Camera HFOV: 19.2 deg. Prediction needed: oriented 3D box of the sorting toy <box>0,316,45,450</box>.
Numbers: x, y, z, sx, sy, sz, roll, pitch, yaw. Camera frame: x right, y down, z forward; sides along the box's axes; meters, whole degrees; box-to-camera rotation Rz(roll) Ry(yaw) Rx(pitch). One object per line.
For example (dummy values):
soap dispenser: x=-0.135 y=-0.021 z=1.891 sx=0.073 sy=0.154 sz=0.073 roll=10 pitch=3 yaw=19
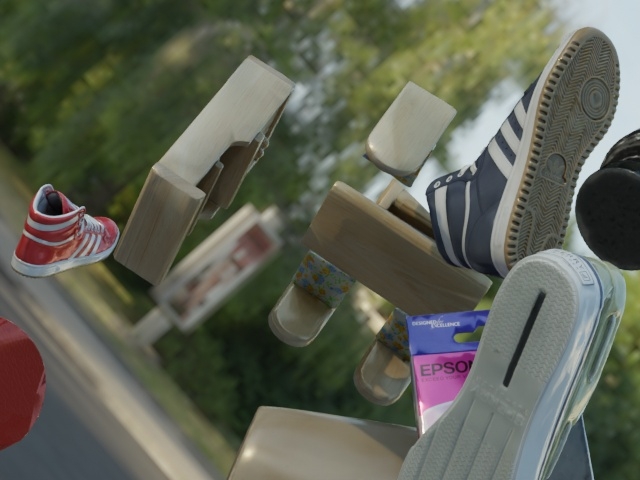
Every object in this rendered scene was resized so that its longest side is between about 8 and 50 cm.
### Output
sorting toy: x=-0.342 y=0.000 z=1.538 sx=0.366 sy=0.127 sz=0.126 roll=69 pitch=-18 yaw=-10

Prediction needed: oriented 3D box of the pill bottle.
pill bottle: x=0.321 y=-0.053 z=1.667 sx=0.123 sy=0.219 sz=0.123 roll=19 pitch=-59 yaw=35

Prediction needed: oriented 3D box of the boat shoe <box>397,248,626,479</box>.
boat shoe: x=0.151 y=0.146 z=1.443 sx=0.094 sy=0.302 sz=0.109 roll=2 pitch=31 yaw=-45

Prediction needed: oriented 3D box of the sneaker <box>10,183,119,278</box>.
sneaker: x=-0.194 y=-0.015 z=1.496 sx=0.042 sy=0.067 sz=0.118 roll=29 pitch=28 yaw=21

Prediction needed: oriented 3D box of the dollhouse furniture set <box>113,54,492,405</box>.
dollhouse furniture set: x=0.000 y=0.000 z=2.240 sx=0.394 sy=0.256 sz=0.362 roll=33 pitch=-42 yaw=3

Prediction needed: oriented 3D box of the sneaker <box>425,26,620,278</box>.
sneaker: x=0.206 y=-0.092 z=1.975 sx=0.099 sy=0.282 sz=0.153 roll=28 pitch=-15 yaw=-31

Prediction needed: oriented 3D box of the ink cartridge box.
ink cartridge box: x=0.192 y=0.214 z=2.005 sx=0.069 sy=0.175 sz=0.371 roll=85 pitch=0 yaw=-52

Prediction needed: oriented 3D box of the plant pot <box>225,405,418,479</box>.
plant pot: x=0.022 y=0.326 z=2.163 sx=0.280 sy=0.323 sz=0.323 roll=24 pitch=-3 yaw=0
